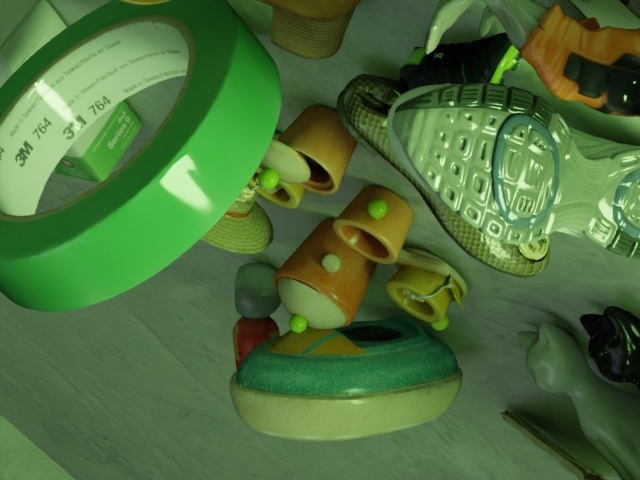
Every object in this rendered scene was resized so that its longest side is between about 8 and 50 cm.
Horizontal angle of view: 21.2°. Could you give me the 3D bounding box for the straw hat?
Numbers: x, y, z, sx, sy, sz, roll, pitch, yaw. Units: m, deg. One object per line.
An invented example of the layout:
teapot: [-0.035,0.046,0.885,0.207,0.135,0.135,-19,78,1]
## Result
straw hat: [-0.100,-0.056,1.809,0.144,0.144,0.061,33,119,0]

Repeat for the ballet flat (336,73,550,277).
ballet flat: [0.119,-0.060,1.502,0.250,0.084,0.058,42,133,-15]

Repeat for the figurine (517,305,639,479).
figurine: [0.304,0.150,1.692,0.209,0.092,0.215,45,158,-9]

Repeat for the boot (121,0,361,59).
boot: [-0.093,-0.263,1.329,0.295,0.104,0.211,24,153,8]

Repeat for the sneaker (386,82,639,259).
sneaker: [0.150,-0.053,1.309,0.297,0.111,0.129,18,-177,-42]

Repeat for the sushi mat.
sushi mat: [0.295,0.259,1.868,0.151,0.019,0.316,38,179,-11]

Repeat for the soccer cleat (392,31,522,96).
soccer cleat: [0.105,-0.132,1.373,0.072,0.060,0.179,37,161,-5]

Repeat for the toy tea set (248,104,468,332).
toy tea set: [0.000,0.000,1.712,0.200,0.124,0.336,14,152,40]

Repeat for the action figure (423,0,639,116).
action figure: [0.240,-0.110,1.085,0.330,0.178,0.341,23,-178,12]

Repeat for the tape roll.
tape roll: [-0.187,-0.087,1.511,0.321,0.321,0.077,9,148,46]

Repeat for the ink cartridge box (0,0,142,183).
ink cartridge box: [-0.314,-0.169,1.829,0.154,0.093,0.212,13,153,39]

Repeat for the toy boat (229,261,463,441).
toy boat: [-0.011,0.123,1.931,0.267,0.148,0.318,-7,-166,-32]
